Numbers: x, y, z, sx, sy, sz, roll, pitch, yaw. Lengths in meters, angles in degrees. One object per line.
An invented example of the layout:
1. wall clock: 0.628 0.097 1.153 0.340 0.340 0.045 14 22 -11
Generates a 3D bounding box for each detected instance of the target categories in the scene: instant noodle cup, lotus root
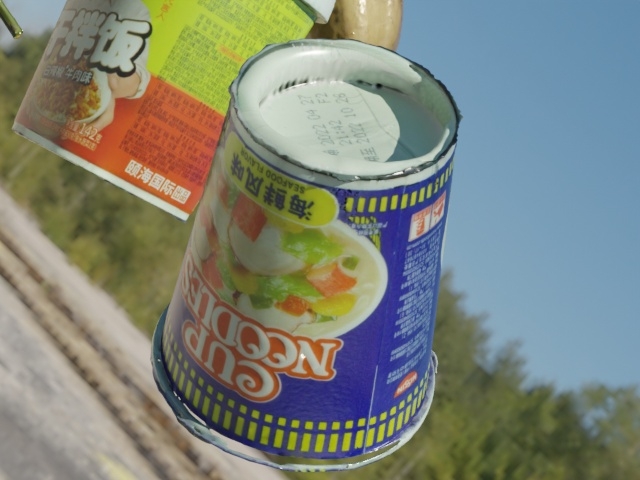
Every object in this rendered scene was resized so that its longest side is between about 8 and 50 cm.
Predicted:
1. instant noodle cup: -0.180 -0.206 1.782 0.294 0.308 0.294 28 0 0
2. instant noodle cup: 0.000 0.000 1.390 0.284 0.284 0.312 40 -42 30
3. lotus root: 0.037 -0.307 1.969 0.154 0.140 0.257 -4 83 -56

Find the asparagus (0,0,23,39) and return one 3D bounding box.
1. asparagus: -0.337 -0.255 1.599 0.015 0.014 0.114 -33 -89 47
